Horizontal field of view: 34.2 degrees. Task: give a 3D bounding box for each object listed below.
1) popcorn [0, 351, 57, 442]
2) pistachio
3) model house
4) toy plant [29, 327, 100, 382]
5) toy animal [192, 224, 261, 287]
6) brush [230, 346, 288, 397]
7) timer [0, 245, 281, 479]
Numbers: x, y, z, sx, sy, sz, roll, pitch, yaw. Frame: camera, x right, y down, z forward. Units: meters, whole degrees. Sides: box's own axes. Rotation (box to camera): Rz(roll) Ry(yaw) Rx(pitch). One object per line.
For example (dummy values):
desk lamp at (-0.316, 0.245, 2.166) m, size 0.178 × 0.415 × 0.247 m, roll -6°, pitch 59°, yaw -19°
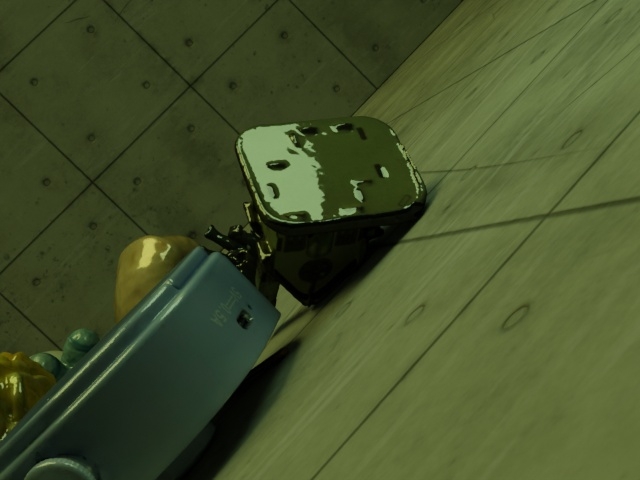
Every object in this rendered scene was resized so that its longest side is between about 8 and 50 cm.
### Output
popcorn at (-0.639, 0.381, 1.949) m, size 0.382 × 0.349 × 0.349 m, roll -6°, pitch 27°, yaw 27°
pistachio at (-0.332, 0.116, 2.182) m, size 0.230 × 0.230 × 0.309 m, roll -52°, pitch -8°, yaw -42°
model house at (0.000, 0.000, 1.385) m, size 0.278 × 0.218 × 0.205 m, roll 98°, pitch 159°, yaw -45°
toy plant at (-0.549, 0.325, 2.313) m, size 0.332 × 0.247 × 0.247 m, roll -33°, pitch 14°, yaw 52°
toy animal at (-0.166, 0.032, 2.023) m, size 0.114 × 0.146 × 0.245 m, roll -68°, pitch 11°, yaw -19°
brush at (-0.091, 0.171, 1.301) m, size 0.170 × 0.014 × 0.043 m, roll -38°, pitch 8°, yaw 40°
timer at (-0.219, 0.205, 1.182) m, size 0.395 × 0.173 × 0.395 m, roll -43°, pitch 7°, yaw 6°
